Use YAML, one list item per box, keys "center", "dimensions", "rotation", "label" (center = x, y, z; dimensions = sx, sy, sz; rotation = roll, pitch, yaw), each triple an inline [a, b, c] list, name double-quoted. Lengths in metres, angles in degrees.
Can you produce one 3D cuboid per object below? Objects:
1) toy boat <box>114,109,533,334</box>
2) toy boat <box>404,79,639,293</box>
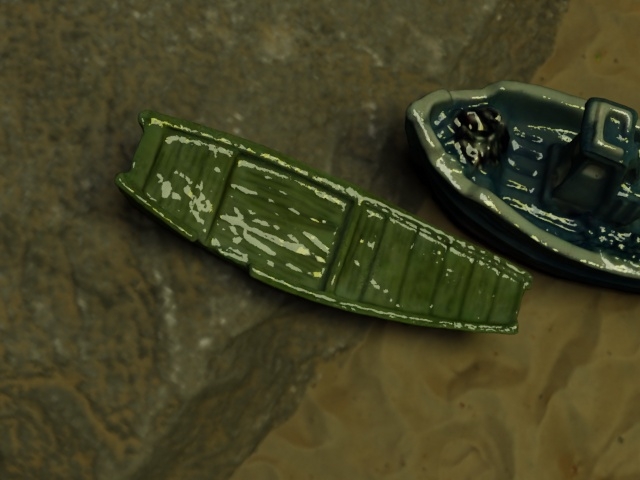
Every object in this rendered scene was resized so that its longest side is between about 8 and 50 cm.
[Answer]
- center: [0.000, 0.000, 1.111]
  dimensions: [0.293, 0.055, 0.093]
  rotation: [22, 66, -7]
  label: "toy boat"
- center: [0.202, -0.039, 1.135]
  dimensions: [0.309, 0.142, 0.129]
  rotation: [18, 66, -8]
  label: "toy boat"
